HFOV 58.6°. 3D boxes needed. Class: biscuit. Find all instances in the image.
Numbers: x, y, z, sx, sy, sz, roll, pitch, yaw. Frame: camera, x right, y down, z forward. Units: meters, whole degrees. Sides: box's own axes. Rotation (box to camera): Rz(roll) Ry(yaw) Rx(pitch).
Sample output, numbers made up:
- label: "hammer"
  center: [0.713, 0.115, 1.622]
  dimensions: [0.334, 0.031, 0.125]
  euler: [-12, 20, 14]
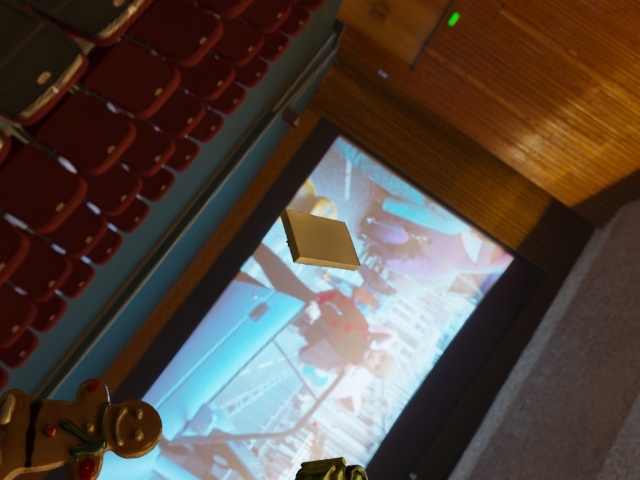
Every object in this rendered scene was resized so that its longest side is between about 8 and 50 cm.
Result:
- label: "biscuit"
  center: [-0.443, 0.346, 1.043]
  dimensions: [0.049, 0.302, 0.196]
  euler: [120, -31, -52]

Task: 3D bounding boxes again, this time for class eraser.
- label: "eraser"
  center: [0.000, 0.000, 1.031]
  dimensions: [0.150, 0.103, 0.023]
  euler: [11, 141, -41]

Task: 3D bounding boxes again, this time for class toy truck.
- label: "toy truck"
  center: [0.040, 0.499, 0.942]
  dimensions: [0.128, 0.259, 0.135]
  euler: [-24, -170, 38]
